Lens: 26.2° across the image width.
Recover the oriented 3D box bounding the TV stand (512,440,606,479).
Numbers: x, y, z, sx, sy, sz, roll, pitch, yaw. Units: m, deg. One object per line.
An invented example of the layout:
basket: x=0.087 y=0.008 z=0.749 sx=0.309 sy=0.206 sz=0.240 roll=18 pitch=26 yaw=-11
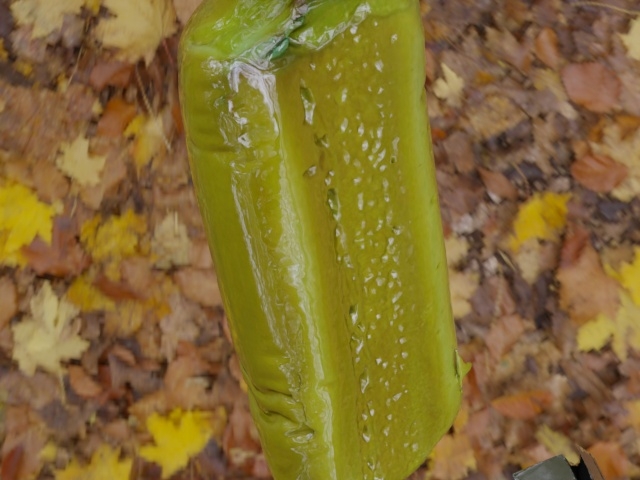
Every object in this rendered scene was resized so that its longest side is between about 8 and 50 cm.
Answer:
TV stand: x=0.021 y=0.176 z=0.646 sx=0.256 sy=0.049 sz=0.040 roll=-30 pitch=152 yaw=12

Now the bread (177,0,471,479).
bread: x=0.000 y=0.000 z=0.887 sx=0.166 sy=0.112 sz=0.383 roll=-32 pitch=127 yaw=-31
